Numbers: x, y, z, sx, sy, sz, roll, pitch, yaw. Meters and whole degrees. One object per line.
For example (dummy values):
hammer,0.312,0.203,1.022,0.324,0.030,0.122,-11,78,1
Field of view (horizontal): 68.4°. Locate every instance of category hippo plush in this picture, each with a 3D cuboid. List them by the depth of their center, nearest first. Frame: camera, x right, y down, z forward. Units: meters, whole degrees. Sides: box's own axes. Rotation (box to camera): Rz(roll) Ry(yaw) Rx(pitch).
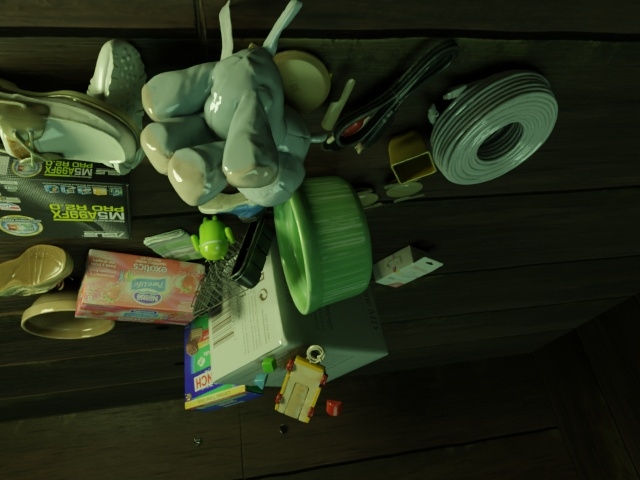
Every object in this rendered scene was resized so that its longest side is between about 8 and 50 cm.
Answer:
hippo plush,-0.127,-0.178,0.757,0.234,0.295,0.236,7,172,17

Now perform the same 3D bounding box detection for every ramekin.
ramekin,0.000,0.000,1.049,0.148,0.304,0.303,-11,153,-14

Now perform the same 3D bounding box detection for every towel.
towel,-0.376,0.022,1.243,0.113,0.023,0.152,-14,152,9

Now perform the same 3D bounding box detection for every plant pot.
plant pot,0.187,-0.183,0.988,0.081,0.083,0.081,-18,151,17
plant pot,-0.717,0.195,1.358,0.237,0.110,0.237,-7,151,-4

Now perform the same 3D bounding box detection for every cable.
cable,0.114,-0.261,0.854,0.139,0.072,0.287,-6,148,-43
cable,0.345,-0.219,0.939,0.256,0.089,0.257,-24,150,2

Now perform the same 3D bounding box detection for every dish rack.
dish rack,-0.235,0.071,1.177,0.271,0.208,0.074,-28,121,32

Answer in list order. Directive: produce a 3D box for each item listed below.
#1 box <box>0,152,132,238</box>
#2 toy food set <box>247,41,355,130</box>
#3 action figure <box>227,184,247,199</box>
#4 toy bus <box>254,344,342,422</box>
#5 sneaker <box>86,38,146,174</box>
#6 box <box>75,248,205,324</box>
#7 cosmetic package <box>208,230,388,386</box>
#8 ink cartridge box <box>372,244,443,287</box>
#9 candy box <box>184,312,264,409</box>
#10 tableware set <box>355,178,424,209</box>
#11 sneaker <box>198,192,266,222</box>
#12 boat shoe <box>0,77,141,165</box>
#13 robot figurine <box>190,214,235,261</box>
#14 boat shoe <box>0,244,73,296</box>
box,-0.530,-0.082,0.963,0.269,0.060,0.216,2,149,-20
toy food set,-0.047,-0.270,0.811,0.191,0.039,0.132,14,139,-19
action figure,-0.147,-0.107,1.033,0.115,0.030,0.038,22,138,-11
toy bus,-0.037,0.338,1.158,0.202,0.191,0.104,-23,-168,18
sneaker,-0.343,-0.216,0.759,0.094,0.090,0.235,32,132,9
box,-0.477,0.133,1.263,0.299,0.142,0.154,11,152,-31
cosmetic package,-0.079,0.221,1.381,0.393,0.330,0.327,17,139,-41
ink cartridge box,0.279,0.079,1.516,0.115,0.067,0.198,18,142,-42
candy box,-0.344,0.408,1.650,0.268,0.318,0.122,-23,149,22
tableware set,0.147,-0.123,1.136,0.194,0.039,0.128,-12,164,16
sneaker,-0.199,-0.071,1.093,0.152,0.058,0.085,-14,144,-7
boat shoe,-0.419,-0.160,0.694,0.302,0.103,0.113,13,141,6
robot figurine,-0.258,-0.002,1.138,0.101,0.115,0.067,-11,152,3
boat shoe,-0.705,0.081,1.175,0.285,0.105,0.089,-12,158,25
